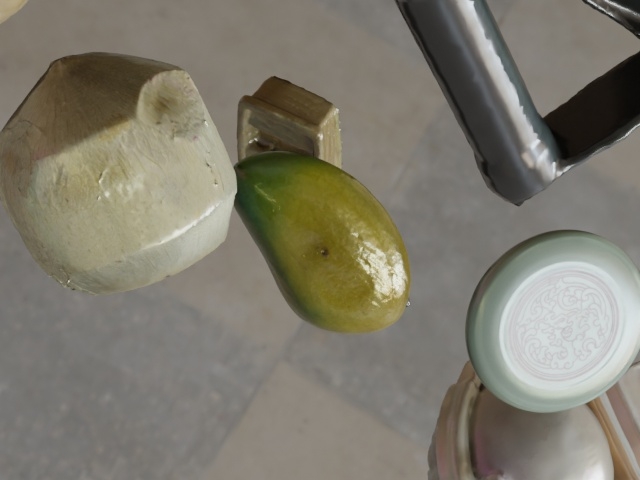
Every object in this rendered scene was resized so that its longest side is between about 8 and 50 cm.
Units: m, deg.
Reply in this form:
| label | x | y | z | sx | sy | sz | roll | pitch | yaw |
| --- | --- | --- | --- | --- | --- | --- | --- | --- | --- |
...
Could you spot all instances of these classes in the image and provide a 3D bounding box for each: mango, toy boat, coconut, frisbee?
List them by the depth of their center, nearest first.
| label | x | y | z | sx | sy | sz | roll | pitch | yaw |
| --- | --- | --- | --- | --- | --- | --- | --- | --- | --- |
| frisbee | 0.134 | 0.047 | 1.002 | 0.110 | 0.110 | 0.014 | 17 | 11 | -20 |
| coconut | -0.146 | -0.052 | 1.227 | 0.161 | 0.161 | 0.162 | -41 | 112 | -58 |
| mango | 0.007 | -0.002 | 1.816 | 0.237 | 0.137 | 0.091 | 62 | 4 | -29 |
| toy boat | -0.034 | -0.100 | 2.052 | 0.116 | 0.188 | 0.061 | 25 | 56 | 16 |

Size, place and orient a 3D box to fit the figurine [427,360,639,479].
| label | x | y | z | sx | sy | sz | roll | pitch | yaw |
| --- | --- | --- | --- | --- | --- | --- | --- | --- | --- |
| figurine | 0.144 | 0.150 | 1.224 | 0.237 | 0.141 | 0.162 | -24 | 91 | -58 |

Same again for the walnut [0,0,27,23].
| label | x | y | z | sx | sy | sz | roll | pitch | yaw |
| --- | --- | --- | --- | --- | --- | --- | --- | --- | --- |
| walnut | -0.422 | -0.342 | 1.623 | 0.381 | 0.381 | 0.381 | 21 | 31 | -13 |

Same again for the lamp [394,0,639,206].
| label | x | y | z | sx | sy | sz | roll | pitch | yaw |
| --- | --- | --- | --- | --- | --- | --- | --- | --- | --- |
| lamp | 0.174 | -0.230 | 0.791 | 0.205 | 0.374 | 0.272 | 56 | 7 | -44 |
